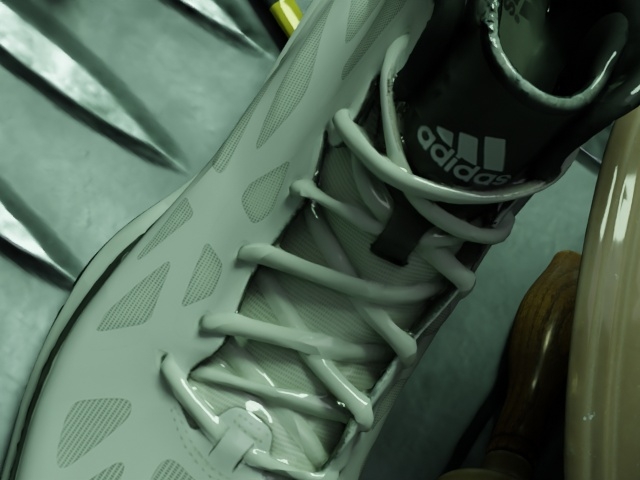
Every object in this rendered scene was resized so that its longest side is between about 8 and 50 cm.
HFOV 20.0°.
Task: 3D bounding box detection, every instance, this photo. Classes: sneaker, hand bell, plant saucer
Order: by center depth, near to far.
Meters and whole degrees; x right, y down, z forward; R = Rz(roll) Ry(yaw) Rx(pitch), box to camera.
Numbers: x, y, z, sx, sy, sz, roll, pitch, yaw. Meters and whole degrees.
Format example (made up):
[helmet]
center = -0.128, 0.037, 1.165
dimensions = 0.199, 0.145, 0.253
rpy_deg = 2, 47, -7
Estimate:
[sneaker]
center = -0.001, -0.001, 0.775
dimensions = 0.169, 0.257, 0.447
rpy_deg = 30, 75, -4
[plant saucer]
center = 0.168, 0.051, 0.855
dimensions = 0.041, 0.278, 0.278
rpy_deg = 6, 65, 23
[hand bell]
center = 0.096, 0.100, 0.906
dimensions = 0.126, 0.126, 0.242
rpy_deg = 29, 52, -9

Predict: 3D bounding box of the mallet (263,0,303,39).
[mallet]
center = -0.025, -0.116, 0.957
dimensions = 0.062, 0.039, 0.189
rpy_deg = -35, 82, -24
